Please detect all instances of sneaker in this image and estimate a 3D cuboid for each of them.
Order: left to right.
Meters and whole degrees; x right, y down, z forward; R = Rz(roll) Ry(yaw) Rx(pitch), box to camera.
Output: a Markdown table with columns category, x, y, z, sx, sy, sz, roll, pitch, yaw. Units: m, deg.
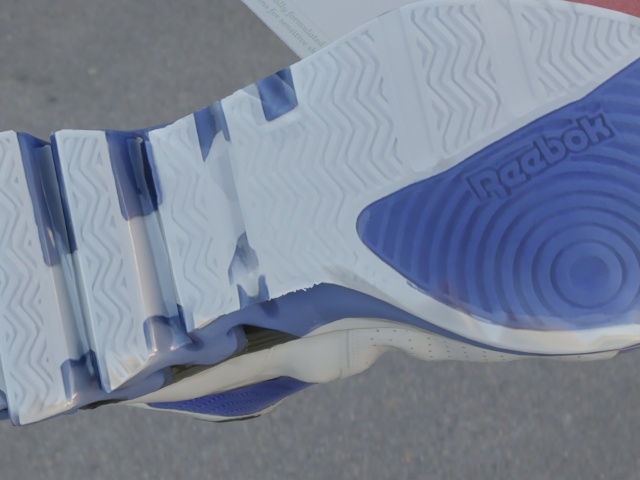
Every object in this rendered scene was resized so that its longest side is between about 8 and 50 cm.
| category | x | y | z | sx | sy | sz | roll | pitch | yaw |
| --- | --- | --- | --- | --- | --- | --- | --- | --- | --- |
| sneaker | -0.001 | 0.000 | 0.585 | 0.316 | 0.182 | 0.127 | -9 | 83 | 7 |

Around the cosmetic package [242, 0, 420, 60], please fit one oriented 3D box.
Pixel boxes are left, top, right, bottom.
| category | x | y | z | sx | sy | sz | roll | pitch | yaw |
| --- | --- | --- | --- | --- | --- | --- | --- | --- | --- |
| cosmetic package | 0.104 | -0.228 | 1.244 | 0.197 | 0.155 | 0.365 | 46 | 30 | 7 |

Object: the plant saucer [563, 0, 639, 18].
| category | x | y | z | sx | sy | sz | roll | pitch | yaw |
| --- | --- | --- | --- | --- | --- | --- | --- | --- | --- |
| plant saucer | 0.193 | -0.075 | 0.828 | 0.258 | 0.048 | 0.259 | 11 | 82 | -9 |
